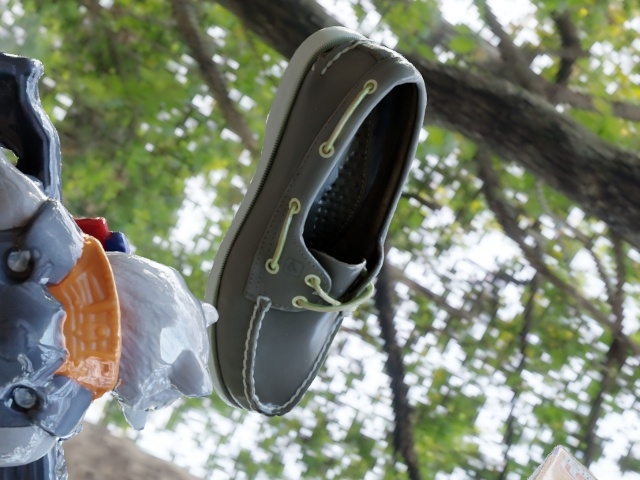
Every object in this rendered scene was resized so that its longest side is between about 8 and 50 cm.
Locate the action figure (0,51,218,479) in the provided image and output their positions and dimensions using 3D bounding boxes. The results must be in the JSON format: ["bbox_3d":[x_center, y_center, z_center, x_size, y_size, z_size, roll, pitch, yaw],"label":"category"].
[{"bbox_3d":[-0.209,0.089,0.723,0.178,0.330,0.341,-122,-157,-79],"label":"action figure"}]

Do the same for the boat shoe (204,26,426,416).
[{"bbox_3d":[-0.004,0.000,1.087,0.091,0.109,0.305,32,-69,46],"label":"boat shoe"}]

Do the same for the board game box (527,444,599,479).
[{"bbox_3d":[0.165,0.417,1.020,0.356,0.356,0.356,41,-78,10],"label":"board game box"}]
